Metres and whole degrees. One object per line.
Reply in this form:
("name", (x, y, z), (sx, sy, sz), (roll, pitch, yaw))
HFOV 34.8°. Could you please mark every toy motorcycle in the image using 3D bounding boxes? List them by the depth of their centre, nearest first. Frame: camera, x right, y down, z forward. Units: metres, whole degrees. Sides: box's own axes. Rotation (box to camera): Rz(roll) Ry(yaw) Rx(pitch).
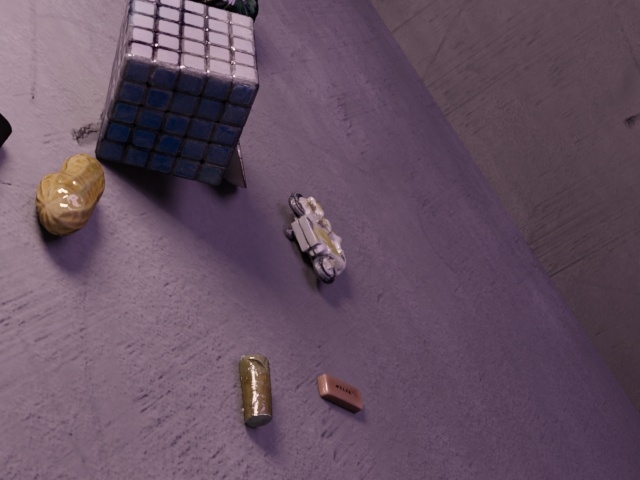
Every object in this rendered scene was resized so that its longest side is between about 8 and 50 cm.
("toy motorcycle", (0.000, 0.000, 2.213), (0.151, 0.074, 0.229), (20, 42, -55))

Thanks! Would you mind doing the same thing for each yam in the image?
("yam", (-0.110, 0.255, 1.748), (0.054, 0.054, 0.132), (35, 34, -38))

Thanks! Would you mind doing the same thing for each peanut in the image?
("peanut", (-0.391, -0.074, 1.601), (0.093, 0.083, 0.194), (13, 31, -6))

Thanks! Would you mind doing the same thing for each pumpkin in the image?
("pumpkin", (-0.229, -0.556, 2.360), (0.194, 0.150, 0.194), (28, 41, -29))

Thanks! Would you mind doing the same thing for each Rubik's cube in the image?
("Rubik's cube", (-0.251, -0.273, 1.809), (0.237, 0.237, 0.238), (13, 40, -17))

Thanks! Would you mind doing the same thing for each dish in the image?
("dish", (-0.195, -0.187, 2.050), (0.190, 0.066, 0.191), (171, -90, -88))

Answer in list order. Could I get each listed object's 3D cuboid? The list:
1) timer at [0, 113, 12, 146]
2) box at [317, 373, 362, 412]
("timer", (-0.538, -0.167, 1.486), (0.144, 0.055, 0.187), (49, 23, -21))
("box", (0.040, 0.298, 1.993), (0.115, 0.025, 0.048), (32, 33, -40))
